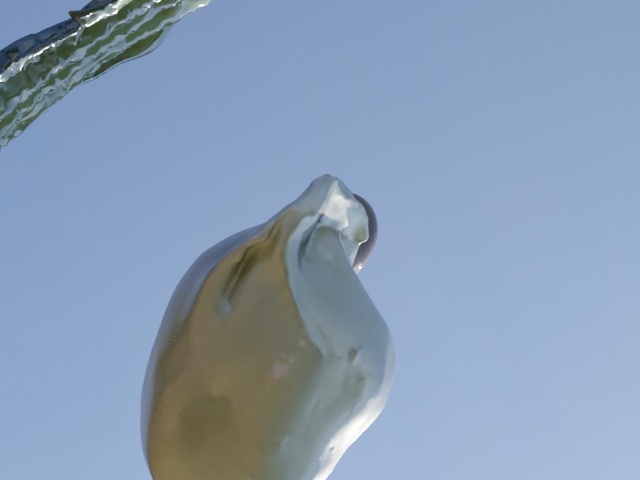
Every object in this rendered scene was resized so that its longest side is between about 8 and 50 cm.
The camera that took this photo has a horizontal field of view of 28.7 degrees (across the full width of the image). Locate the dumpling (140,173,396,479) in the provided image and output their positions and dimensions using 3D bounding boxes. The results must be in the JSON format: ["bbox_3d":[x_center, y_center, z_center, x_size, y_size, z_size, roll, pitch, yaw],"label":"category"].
[{"bbox_3d":[-0.027,0.076,0.716,0.132,0.162,0.250,18,-73,11],"label":"dumpling"}]

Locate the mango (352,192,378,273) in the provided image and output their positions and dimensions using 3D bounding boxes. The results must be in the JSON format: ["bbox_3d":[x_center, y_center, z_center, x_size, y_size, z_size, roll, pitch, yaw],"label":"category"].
[{"bbox_3d":[0.000,0.000,0.987,0.080,0.114,0.060,26,-51,22],"label":"mango"}]

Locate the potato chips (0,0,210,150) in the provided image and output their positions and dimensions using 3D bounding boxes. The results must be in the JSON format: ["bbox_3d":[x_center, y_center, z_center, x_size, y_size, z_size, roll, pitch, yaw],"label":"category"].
[{"bbox_3d":[-0.091,-0.059,0.449,0.028,0.207,0.092,49,-27,-1],"label":"potato chips"}]
